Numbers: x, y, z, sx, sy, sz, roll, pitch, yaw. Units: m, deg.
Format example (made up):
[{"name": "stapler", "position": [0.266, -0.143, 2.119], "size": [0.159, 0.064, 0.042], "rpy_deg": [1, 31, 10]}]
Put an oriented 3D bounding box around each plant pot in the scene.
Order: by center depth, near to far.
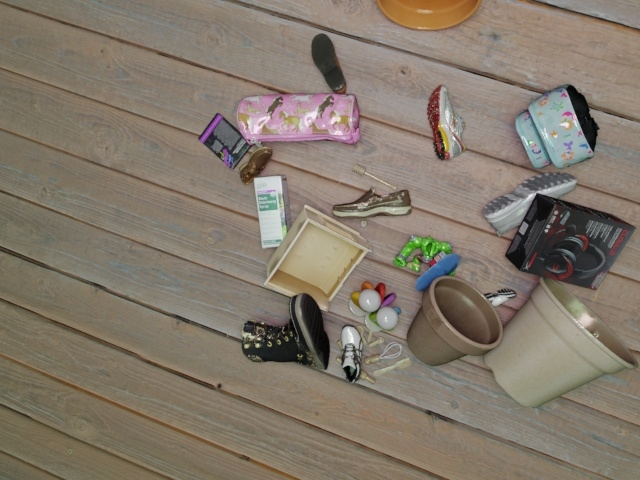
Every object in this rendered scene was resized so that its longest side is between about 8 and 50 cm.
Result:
[{"name": "plant pot", "position": [0.311, -0.762, 1.165], "size": [0.290, 0.291, 0.204], "rpy_deg": [10, 85, 8]}, {"name": "plant pot", "position": [0.678, 0.328, 1.266], "size": [0.333, 0.334, 0.305], "rpy_deg": [40, 114, 2]}, {"name": "plant pot", "position": [0.393, 0.279, 1.329], "size": [0.263, 0.263, 0.229], "rpy_deg": [36, 127, 2]}]

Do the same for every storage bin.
[{"name": "storage bin", "position": [-0.007, 0.064, 1.368], "size": [0.260, 0.123, 0.262], "rpy_deg": [27, 110, -21]}]

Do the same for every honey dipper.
[{"name": "honey dipper", "position": [0.182, -0.207, 1.391], "size": [0.160, 0.030, 0.031], "rpy_deg": [27, 102, 2]}]

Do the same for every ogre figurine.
[{"name": "ogre figurine", "position": [0.350, 0.048, 1.371], "size": [0.196, 0.097, 0.118], "rpy_deg": [20, 114, 17]}]

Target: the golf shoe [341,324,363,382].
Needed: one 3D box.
[{"name": "golf shoe", "position": [0.107, 0.390, 1.444], "size": [0.077, 0.094, 0.198], "rpy_deg": [-9, 87, 12]}]

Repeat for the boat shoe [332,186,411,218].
[{"name": "boat shoe", "position": [0.166, -0.128, 1.376], "size": [0.257, 0.095, 0.095], "rpy_deg": [-4, 102, -2]}]

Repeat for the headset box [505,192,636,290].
[{"name": "headset box", "position": [0.741, 0.009, 1.244], "size": [0.292, 0.110, 0.218], "rpy_deg": [15, 113, -9]}]

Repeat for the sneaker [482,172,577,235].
[{"name": "sneaker", "position": [0.650, -0.114, 1.307], "size": [0.281, 0.105, 0.115], "rpy_deg": [-26, 117, 14]}]

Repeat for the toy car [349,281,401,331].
[{"name": "toy car", "position": [0.194, 0.215, 1.413], "size": [0.182, 0.159, 0.136], "rpy_deg": [45, 67, 1]}]

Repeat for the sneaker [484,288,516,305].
[{"name": "sneaker", "position": [0.588, 0.190, 1.385], "size": [0.109, 0.040, 0.044], "rpy_deg": [-15, 113, 15]}]

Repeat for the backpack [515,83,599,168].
[{"name": "backpack", "position": [0.665, -0.311, 1.179], "size": [0.191, 0.253, 0.225], "rpy_deg": [-23, 96, 32]}]

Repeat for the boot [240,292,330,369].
[{"name": "boot", "position": [-0.131, 0.311, 1.412], "size": [0.283, 0.138, 0.378], "rpy_deg": [-1, 140, 15]}]

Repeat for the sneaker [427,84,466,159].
[{"name": "sneaker", "position": [0.394, -0.368, 1.311], "size": [0.092, 0.088, 0.226], "rpy_deg": [-13, 97, -9]}]

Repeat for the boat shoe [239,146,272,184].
[{"name": "boat shoe", "position": [-0.211, -0.246, 1.397], "size": [0.178, 0.064, 0.060], "rpy_deg": [-33, 58, 45]}]

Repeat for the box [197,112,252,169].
[{"name": "box", "position": [-0.328, -0.342, 1.456], "size": [0.162, 0.029, 0.116], "rpy_deg": [43, 104, 2]}]

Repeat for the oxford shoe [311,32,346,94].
[{"name": "oxford shoe", "position": [0.027, -0.557, 1.344], "size": [0.076, 0.076, 0.213], "rpy_deg": [-21, 79, 14]}]

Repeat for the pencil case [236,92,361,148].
[{"name": "pencil case", "position": [-0.063, -0.381, 1.338], "size": [0.385, 0.160, 0.167], "rpy_deg": [0, 103, 9]}]

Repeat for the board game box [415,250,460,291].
[{"name": "board game box", "position": [0.359, 0.092, 1.324], "size": [0.168, 0.133, 0.033], "rpy_deg": [-41, 54, 10]}]

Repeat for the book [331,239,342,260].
[{"name": "book", "position": [0.000, 0.000, 1.454], "size": [0.144, 0.035, 0.096], "rpy_deg": [23, 106, 5]}]

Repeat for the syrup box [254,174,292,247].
[{"name": "syrup box", "position": [-0.157, -0.101, 1.432], "size": [0.093, 0.096, 0.237], "rpy_deg": [-4, 99, 9]}]

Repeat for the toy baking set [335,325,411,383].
[{"name": "toy baking set", "position": [0.182, 0.409, 1.489], "size": [0.256, 0.030, 0.197], "rpy_deg": [36, 103, 3]}]
